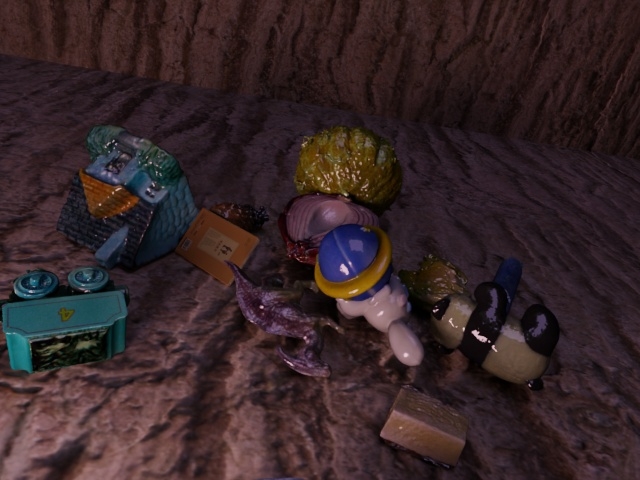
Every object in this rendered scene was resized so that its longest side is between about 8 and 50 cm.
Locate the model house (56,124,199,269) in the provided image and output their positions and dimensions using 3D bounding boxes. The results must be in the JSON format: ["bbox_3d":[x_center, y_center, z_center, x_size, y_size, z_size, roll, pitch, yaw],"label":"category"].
[{"bbox_3d":[-0.448,-0.079,1.051,0.261,0.226,0.241,21,58,21],"label":"model house"}]

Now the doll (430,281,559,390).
[{"bbox_3d":[0.317,0.172,0.912,0.234,0.144,0.135,29,47,22],"label":"doll"}]

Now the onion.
[{"bbox_3d":[0.000,0.000,1.135,0.227,0.120,0.283,22,36,21],"label":"onion"}]

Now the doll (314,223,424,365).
[{"bbox_3d":[0.086,0.103,0.923,0.159,0.243,0.311,-22,35,1],"label":"doll"}]

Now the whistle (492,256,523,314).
[{"bbox_3d":[0.421,0.119,1.139,0.062,0.062,0.304,23,29,21],"label":"whistle"}]

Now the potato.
[{"bbox_3d":[0.160,0.278,0.735,0.122,0.061,0.086,19,26,13],"label":"potato"}]

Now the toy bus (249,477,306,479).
[{"bbox_3d":[-0.032,0.373,0.395,0.108,0.136,0.330,1,29,-15],"label":"toy bus"}]

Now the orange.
[{"bbox_3d":[0.080,-0.166,1.311,0.299,0.301,0.223,13,54,-8],"label":"orange"}]

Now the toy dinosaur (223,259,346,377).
[{"bbox_3d":[-0.062,0.130,0.911,0.294,0.077,0.162,34,28,33],"label":"toy dinosaur"}]

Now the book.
[{"bbox_3d":[-0.225,0.010,1.057,0.172,0.118,0.012,28,-9,27],"label":"book"}]

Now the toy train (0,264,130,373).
[{"bbox_3d":[-0.401,0.122,0.772,0.197,0.107,0.154,-5,39,-29],"label":"toy train"}]

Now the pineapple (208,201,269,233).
[{"bbox_3d":[-0.191,-0.050,1.185,0.108,0.108,0.197,25,24,24],"label":"pineapple"}]

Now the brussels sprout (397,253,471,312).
[{"bbox_3d":[0.243,0.103,1.065,0.139,0.101,0.181,-17,39,-27],"label":"brussels sprout"}]
